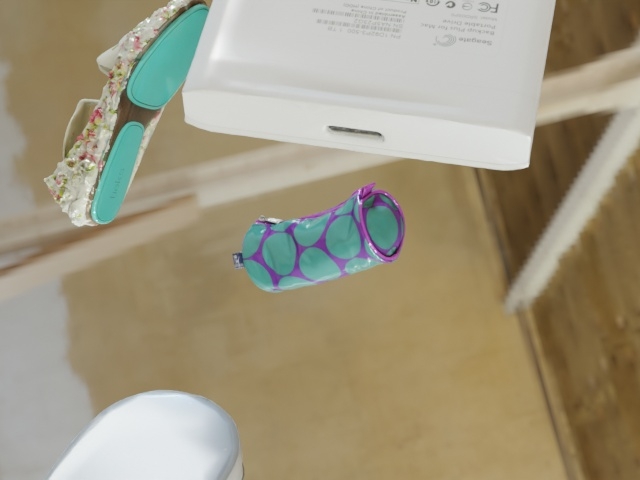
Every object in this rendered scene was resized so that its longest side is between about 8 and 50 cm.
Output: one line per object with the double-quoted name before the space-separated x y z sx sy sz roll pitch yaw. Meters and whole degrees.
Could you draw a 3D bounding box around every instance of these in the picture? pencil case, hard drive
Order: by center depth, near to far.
"hard drive" 0.049 -0.181 1.070 0.040 0.203 0.307 88 13 -51
"pencil case" 0.000 0.000 1.456 0.152 0.064 0.070 -15 -82 41

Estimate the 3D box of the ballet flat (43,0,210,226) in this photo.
"ballet flat" -0.187 -0.129 1.588 0.077 0.241 0.091 28 1 27

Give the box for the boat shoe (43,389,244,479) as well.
"boat shoe" -0.162 0.251 0.932 0.367 0.136 0.156 -52 150 -41
